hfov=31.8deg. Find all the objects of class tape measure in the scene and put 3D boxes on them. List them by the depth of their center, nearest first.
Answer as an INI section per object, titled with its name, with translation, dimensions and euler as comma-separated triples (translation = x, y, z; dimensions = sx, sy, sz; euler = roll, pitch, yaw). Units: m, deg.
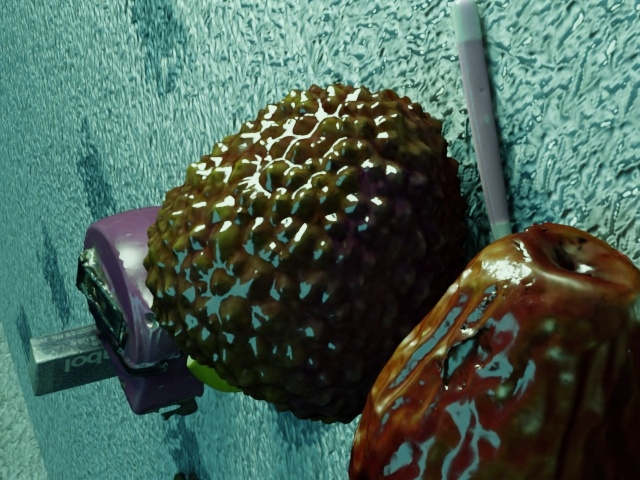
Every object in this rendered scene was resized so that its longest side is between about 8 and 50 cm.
[tape measure]
translation = -0.222, 0.082, 1.457
dimensions = 0.245, 0.149, 0.231
euler = 58, 151, 32

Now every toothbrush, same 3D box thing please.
[toothbrush]
translation = 0.127, -0.035, 0.825
dimensions = 0.025, 0.020, 0.286
euler = -170, 67, -70

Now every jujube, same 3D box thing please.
[jujube]
translation = 0.116, 0.132, 0.739
dimensions = 0.197, 0.197, 0.290
euler = 46, 127, 46

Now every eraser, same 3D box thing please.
[eraser]
translation = -0.307, 0.157, 1.598
dimensions = 0.046, 0.212, 0.092
euler = 61, 151, 31

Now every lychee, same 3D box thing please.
[lychee]
translation = 0.000, 0.000, 0.872
dimensions = 0.271, 0.271, 0.271
euler = 40, 138, 51

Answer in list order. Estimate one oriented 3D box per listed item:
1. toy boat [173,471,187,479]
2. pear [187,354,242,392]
[toy boat]
translation = -0.175, 0.470, 1.638
dimensions = 0.321, 0.089, 0.121
euler = 43, 147, 49
[pear]
translation = -0.080, 0.101, 1.227
dimensions = 0.141, 0.104, 0.141
euler = -59, 17, 31
